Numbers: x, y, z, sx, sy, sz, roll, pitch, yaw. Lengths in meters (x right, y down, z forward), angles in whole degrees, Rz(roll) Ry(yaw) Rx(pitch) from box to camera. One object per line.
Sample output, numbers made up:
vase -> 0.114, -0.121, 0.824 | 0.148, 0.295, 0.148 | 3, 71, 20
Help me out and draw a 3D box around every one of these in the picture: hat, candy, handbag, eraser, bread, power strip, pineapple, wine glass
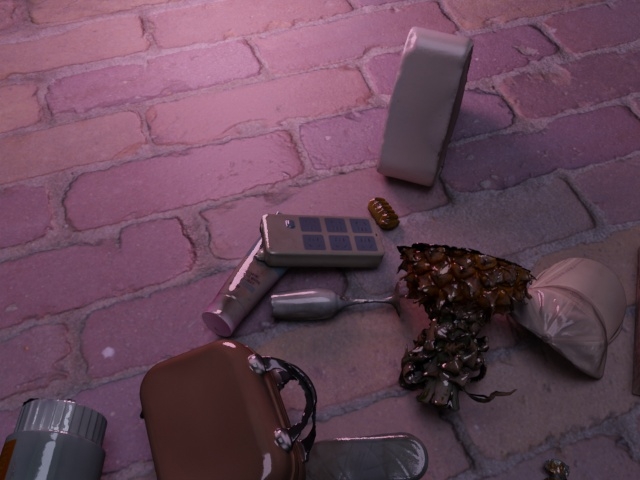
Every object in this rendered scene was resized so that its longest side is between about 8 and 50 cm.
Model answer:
hat -> 0.492, 0.123, 1.317 | 0.219, 0.164, 0.226 | 37, 82, 21
candy -> 0.391, 0.442, 1.132 | 0.053, 0.046, 0.182 | 8, 52, 2
handbag -> -0.131, 0.304, 1.114 | 0.283, 0.149, 0.301 | -28, 54, 5
eraser -> 0.245, -0.318, 1.586 | 0.150, 0.331, 0.331 | 16, 55, 11
bread -> 0.136, -0.062, 1.500 | 0.049, 0.033, 0.088 | -16, 55, -21
power strip -> 0.000, 0.000, 1.410 | 0.271, 0.046, 0.117 | 1, 47, -14
pineapple -> 0.234, 0.168, 1.249 | 0.263, 0.262, 0.271 | 13, 77, 7
wine glass -> 0.026, 0.121, 1.344 | 0.263, 0.074, 0.074 | -3, 54, -3

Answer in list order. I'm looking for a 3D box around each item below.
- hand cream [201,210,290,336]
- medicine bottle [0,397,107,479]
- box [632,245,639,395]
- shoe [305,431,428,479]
hand cream -> -0.116, 0.058, 1.385 | 0.111, 0.070, 0.312 | 25, 53, 13
medicine bottle -> -0.429, 0.414, 1.054 | 0.158, 0.158, 0.318 | 4, 54, 1
box -> 0.728, 0.161, 1.342 | 0.214, 0.069, 0.353 | 15, 56, 9
shoe -> 0.061, 0.381, 1.136 | 0.251, 0.100, 0.103 | -16, 55, 15
